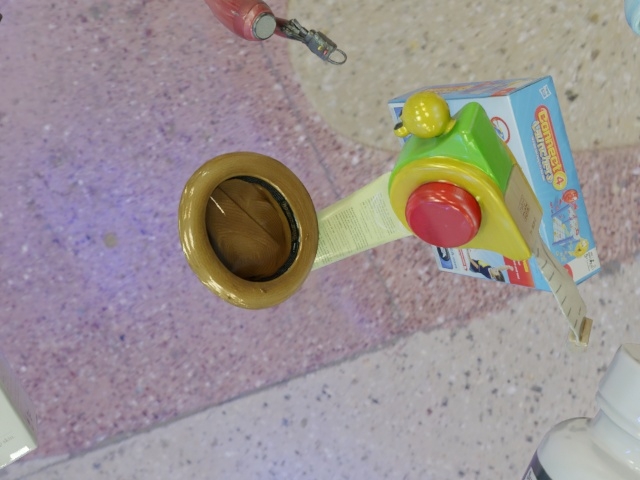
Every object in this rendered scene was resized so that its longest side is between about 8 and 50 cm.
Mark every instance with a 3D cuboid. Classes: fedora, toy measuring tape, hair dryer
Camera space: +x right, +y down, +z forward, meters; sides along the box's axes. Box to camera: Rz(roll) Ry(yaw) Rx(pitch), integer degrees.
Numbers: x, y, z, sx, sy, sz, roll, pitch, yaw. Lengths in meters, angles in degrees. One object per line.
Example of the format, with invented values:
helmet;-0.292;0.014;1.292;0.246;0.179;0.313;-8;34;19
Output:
fedora;-0.096;-0.011;1.175;0.079;0.194;0.194;-4;109;58
toy measuring tape;0.151;-0.007;0.931;0.121;0.121;0.330;-20;125;24
hair dryer;-0.095;-0.393;1.825;0.294;0.223;0.080;30;97;1

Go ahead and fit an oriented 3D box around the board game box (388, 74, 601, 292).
board game box;0.260;-0.089;1.504;0.302;0.086;0.308;11;123;60

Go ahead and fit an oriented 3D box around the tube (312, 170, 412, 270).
tube;0.000;0.000;1.269;0.240;0.070;0.062;-25;61;2

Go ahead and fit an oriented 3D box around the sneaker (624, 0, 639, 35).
sneaker;0.715;-0.448;1.716;0.366;0.150;0.135;-19;135;37

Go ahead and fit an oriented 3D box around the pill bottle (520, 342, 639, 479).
pill bottle;0.141;0.146;0.465;0.108;0.108;0.180;26;103;10

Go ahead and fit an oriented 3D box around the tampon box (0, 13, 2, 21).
tampon box;-0.328;-0.156;0.678;0.101;0.120;0.161;-25;130;27

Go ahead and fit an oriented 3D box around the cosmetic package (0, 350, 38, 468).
cosmetic package;-0.496;0.103;1.062;0.217;0.156;0.385;-28;103;-12
